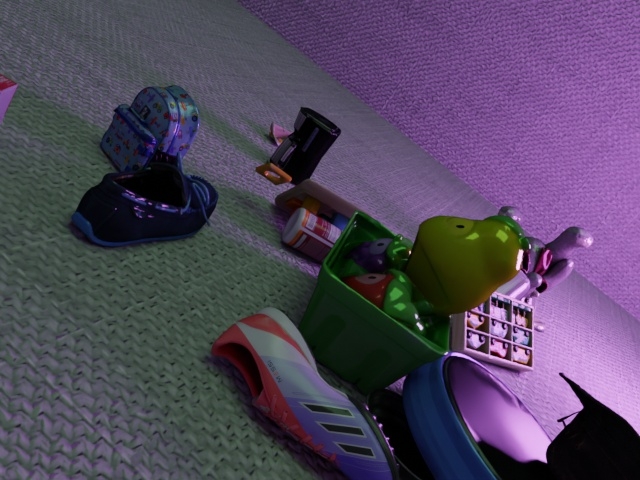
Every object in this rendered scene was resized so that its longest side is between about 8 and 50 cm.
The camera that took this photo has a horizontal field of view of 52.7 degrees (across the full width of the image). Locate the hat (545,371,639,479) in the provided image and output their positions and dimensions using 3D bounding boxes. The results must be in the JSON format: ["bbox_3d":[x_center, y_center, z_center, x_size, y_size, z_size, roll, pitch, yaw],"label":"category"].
[{"bbox_3d":[0.444,0.365,1.020,0.331,0.134,0.331,53,4,-6],"label":"hat"}]

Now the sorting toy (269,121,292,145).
[{"bbox_3d":[-0.113,-0.293,1.880,0.083,0.045,0.075,23,33,-31],"label":"sorting toy"}]

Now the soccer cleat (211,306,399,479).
[{"bbox_3d":[-0.024,0.233,0.891,0.117,0.108,0.318,-22,62,-40],"label":"soccer cleat"}]

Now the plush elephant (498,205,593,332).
[{"bbox_3d":[0.577,0.106,1.854,0.272,0.329,0.255,22,45,-1],"label":"plush elephant"}]

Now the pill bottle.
[{"bbox_3d":[0.000,0.000,1.390,0.152,0.086,0.086,31,22,-17],"label":"pill bottle"}]

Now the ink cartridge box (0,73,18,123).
[{"bbox_3d":[-0.560,-0.229,0.980,0.151,0.109,0.063,32,23,-12],"label":"ink cartridge box"}]

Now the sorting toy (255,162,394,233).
[{"bbox_3d":[-0.002,-0.058,1.446,0.348,0.047,0.196,30,-20,-17],"label":"sorting toy"}]

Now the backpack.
[{"bbox_3d":[-0.316,-0.212,1.227,0.117,0.173,0.158,6,38,-53],"label":"backpack"}]

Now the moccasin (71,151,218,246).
[{"bbox_3d":[-0.261,-0.070,1.098,0.138,0.116,0.342,39,22,6],"label":"moccasin"}]

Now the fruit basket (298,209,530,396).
[{"bbox_3d":[0.161,0.054,1.151,0.283,0.392,0.392,36,22,-1],"label":"fruit basket"}]

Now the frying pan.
[{"bbox_3d":[0.150,0.297,1.060,0.197,0.053,0.326,40,16,-2],"label":"frying pan"}]

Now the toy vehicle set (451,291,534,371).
[{"bbox_3d":[0.414,0.206,1.532,0.267,0.035,0.165,20,66,-34],"label":"toy vehicle set"}]

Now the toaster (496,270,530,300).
[{"bbox_3d":[0.445,0.117,1.702,0.147,0.129,0.227,-29,63,-30],"label":"toaster"}]

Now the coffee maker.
[{"bbox_3d":[-0.023,-0.238,1.710,0.171,0.178,0.120,28,24,-20],"label":"coffee maker"}]

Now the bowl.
[{"bbox_3d":[0.297,0.349,1.060,0.391,0.077,0.391,39,20,-18],"label":"bowl"}]
